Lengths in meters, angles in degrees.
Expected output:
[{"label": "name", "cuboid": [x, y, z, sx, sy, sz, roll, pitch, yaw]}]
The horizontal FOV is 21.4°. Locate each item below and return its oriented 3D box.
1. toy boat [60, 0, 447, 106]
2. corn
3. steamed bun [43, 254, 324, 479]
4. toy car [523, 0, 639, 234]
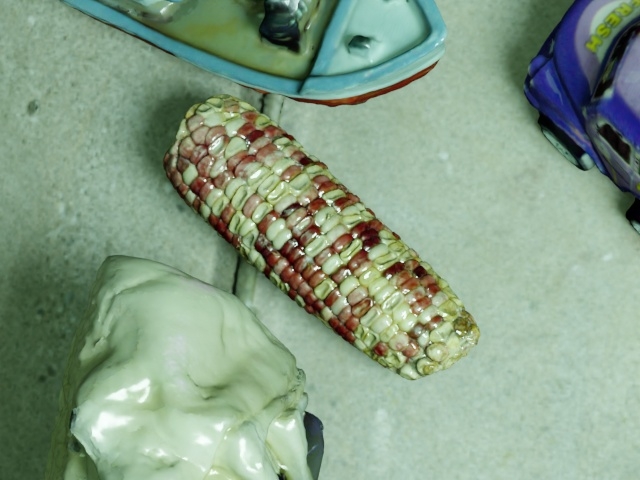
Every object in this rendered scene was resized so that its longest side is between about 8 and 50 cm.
[{"label": "toy boat", "cuboid": [-0.053, -0.198, 1.326, 0.332, 0.133, 0.145, 20, 83, 15]}, {"label": "corn", "cuboid": [0.000, 0.000, 1.294, 0.290, 0.098, 0.098, 40, 89, 14]}, {"label": "steamed bun", "cuboid": [-0.097, 0.183, 1.205, 0.206, 0.275, 0.320, 13, 112, -13]}, {"label": "toy car", "cuboid": [0.262, -0.102, 1.221, 0.235, 0.158, 0.172, 44, 90, 17]}]
